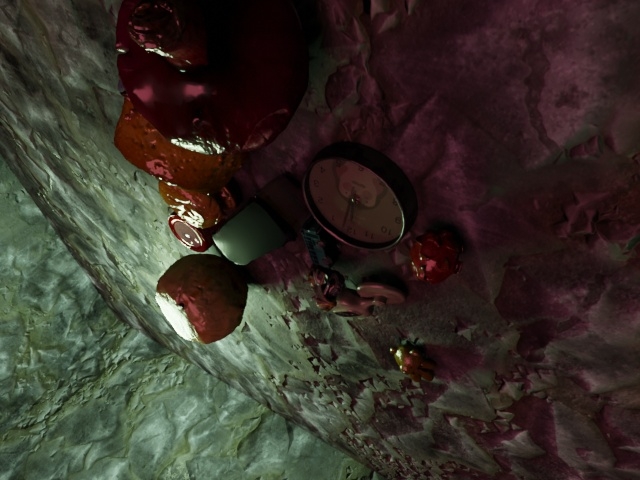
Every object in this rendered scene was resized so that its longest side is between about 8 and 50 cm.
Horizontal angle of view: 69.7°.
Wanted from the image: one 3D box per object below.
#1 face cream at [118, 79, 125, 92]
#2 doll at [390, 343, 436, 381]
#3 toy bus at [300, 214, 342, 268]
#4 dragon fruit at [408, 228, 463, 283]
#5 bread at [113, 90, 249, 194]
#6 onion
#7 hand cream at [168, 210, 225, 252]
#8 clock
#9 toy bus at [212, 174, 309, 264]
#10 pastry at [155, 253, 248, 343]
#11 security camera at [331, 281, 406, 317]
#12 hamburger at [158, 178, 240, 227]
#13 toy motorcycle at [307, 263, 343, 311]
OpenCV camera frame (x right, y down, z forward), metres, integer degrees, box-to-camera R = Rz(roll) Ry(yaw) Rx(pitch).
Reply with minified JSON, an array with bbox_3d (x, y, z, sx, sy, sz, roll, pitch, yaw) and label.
[{"bbox_3d":[-0.493,-0.452,1.327,0.229,0.075,0.075,7,136,38],"label":"face cream"},{"bbox_3d":[0.327,0.445,1.611,0.137,0.097,0.210,-8,131,40],"label":"doll"},{"bbox_3d":[0.000,0.000,1.401,0.091,0.079,0.160,16,142,31],"label":"toy bus"},{"bbox_3d":[0.282,0.048,1.150,0.136,0.133,0.166,29,144,2],"label":"dragon fruit"},{"bbox_3d":[-0.371,-0.256,1.225,0.336,0.204,0.358,27,-174,10],"label":"bread"},{"bbox_3d":[-0.215,-0.369,0.862,0.398,0.398,0.420,37,180,1],"label":"onion"},{"bbox_3d":[-0.458,-0.059,1.713,0.193,0.125,0.193,25,142,21],"label":"hand cream"},{"bbox_3d":[0.094,-0.104,1.205,0.318,0.066,0.319,24,145,19],"label":"clock"},{"bbox_3d":[-0.183,-0.053,1.430,0.171,0.162,0.386,48,145,-11],"label":"toy bus"},{"bbox_3d":[-0.471,0.226,1.892,0.388,0.312,0.389,22,131,27],"label":"pastry"},{"bbox_3d":[0.140,0.195,1.469,0.157,0.080,0.301,29,153,-29],"label":"security camera"},{"bbox_3d":[-0.402,-0.149,1.520,0.244,0.163,0.245,22,142,19],"label":"hamburger"},{"bbox_3d":[0.006,0.144,1.468,0.093,0.130,0.229,8,-171,-23],"label":"toy motorcycle"}]
